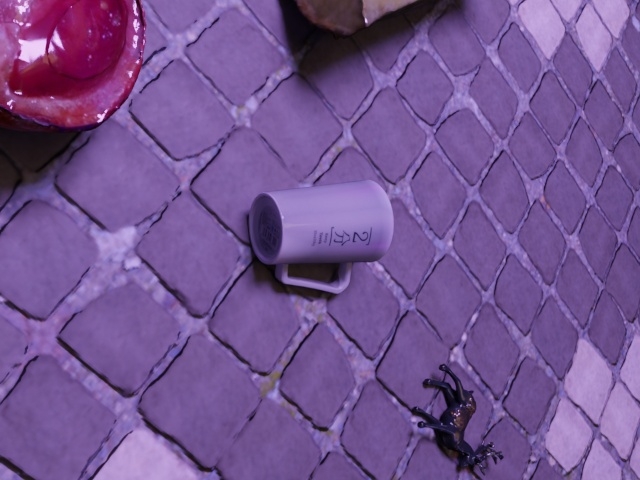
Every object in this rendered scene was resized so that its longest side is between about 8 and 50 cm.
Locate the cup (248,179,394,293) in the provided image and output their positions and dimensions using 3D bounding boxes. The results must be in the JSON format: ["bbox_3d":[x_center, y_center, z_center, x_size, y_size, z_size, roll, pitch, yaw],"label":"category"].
[{"bbox_3d":[0.000,0.000,0.602,0.116,0.074,0.104,-6,115,-33],"label":"cup"}]

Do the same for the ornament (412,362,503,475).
[{"bbox_3d":[0.147,0.189,0.697,0.125,0.028,0.073,41,61,-22],"label":"ornament"}]

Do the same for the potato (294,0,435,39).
[{"bbox_3d":[0.088,-0.302,0.686,0.255,0.112,0.269,1,85,-40],"label":"potato"}]

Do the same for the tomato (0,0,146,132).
[{"bbox_3d":[-0.212,-0.154,0.440,0.189,0.099,0.173,43,51,-39],"label":"tomato"}]
